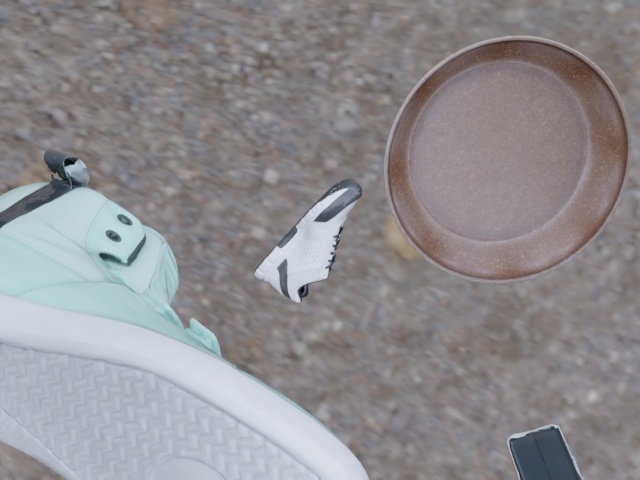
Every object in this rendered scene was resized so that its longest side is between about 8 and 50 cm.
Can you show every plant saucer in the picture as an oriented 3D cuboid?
[{"bbox_3d":[0.142,-0.065,1.489,0.198,0.036,0.199,-3,109,-10],"label":"plant saucer"}]

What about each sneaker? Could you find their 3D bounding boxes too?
[{"bbox_3d":[-0.069,0.042,0.828,0.151,0.256,0.094,-41,148,-53],"label":"sneaker"},{"bbox_3d":[0.000,0.000,1.360,0.044,0.109,0.040,43,33,4],"label":"sneaker"}]

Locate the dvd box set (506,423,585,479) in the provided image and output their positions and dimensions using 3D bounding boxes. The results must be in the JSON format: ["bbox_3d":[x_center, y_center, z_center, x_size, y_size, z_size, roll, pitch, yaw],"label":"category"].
[{"bbox_3d":[0.281,0.432,1.888,0.062,0.307,0.420,-16,116,1],"label":"dvd box set"}]
